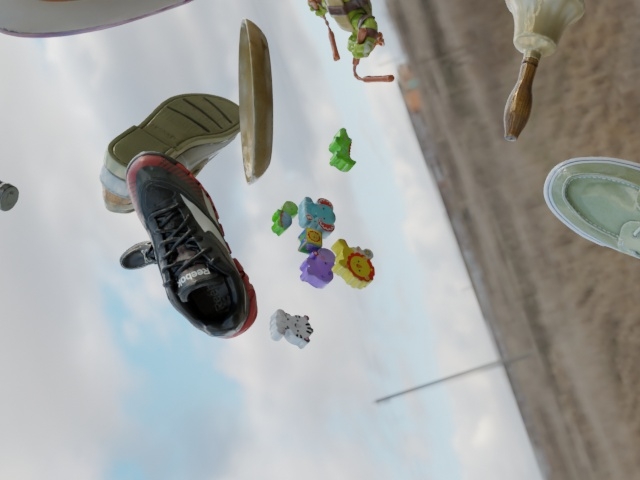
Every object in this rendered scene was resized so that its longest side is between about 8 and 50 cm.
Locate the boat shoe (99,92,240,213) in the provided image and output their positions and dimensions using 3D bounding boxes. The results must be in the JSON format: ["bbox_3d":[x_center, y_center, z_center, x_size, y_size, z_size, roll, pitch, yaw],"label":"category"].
[{"bbox_3d":[-0.229,-0.136,1.842,0.113,0.103,0.302,37,-141,16],"label":"boat shoe"}]

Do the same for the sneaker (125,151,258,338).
[{"bbox_3d":[-0.169,0.010,1.562,0.276,0.098,0.135,63,-175,-7],"label":"sneaker"}]

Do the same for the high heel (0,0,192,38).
[{"bbox_3d":[-0.066,-0.246,0.798,0.127,0.377,0.181,60,169,-15],"label":"high heel"}]

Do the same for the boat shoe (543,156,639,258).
[{"bbox_3d":[0.411,-0.021,1.436,0.094,0.302,0.109,-15,-54,-77],"label":"boat shoe"}]

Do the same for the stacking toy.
[{"bbox_3d":[0.000,0.000,1.434,0.052,0.167,0.221,18,-132,-24],"label":"stacking toy"}]

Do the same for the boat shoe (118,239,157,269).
[{"bbox_3d":[-0.292,0.022,2.123,0.038,0.125,0.046,-144,39,-76],"label":"boat shoe"}]

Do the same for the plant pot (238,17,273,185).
[{"bbox_3d":[-0.091,-0.196,1.710,0.236,0.032,0.236,177,90,-82],"label":"plant pot"}]

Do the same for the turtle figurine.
[{"bbox_3d":[0.032,-0.326,1.630,0.217,0.087,0.269,60,179,-31],"label":"turtle figurine"}]

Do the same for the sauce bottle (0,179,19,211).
[{"bbox_3d":[-0.340,-0.064,1.140,0.042,0.128,0.042,-50,-27,-37],"label":"sauce bottle"}]

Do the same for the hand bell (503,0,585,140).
[{"bbox_3d":[0.319,-0.261,1.845,0.126,0.126,0.242,57,-134,-63],"label":"hand bell"}]
